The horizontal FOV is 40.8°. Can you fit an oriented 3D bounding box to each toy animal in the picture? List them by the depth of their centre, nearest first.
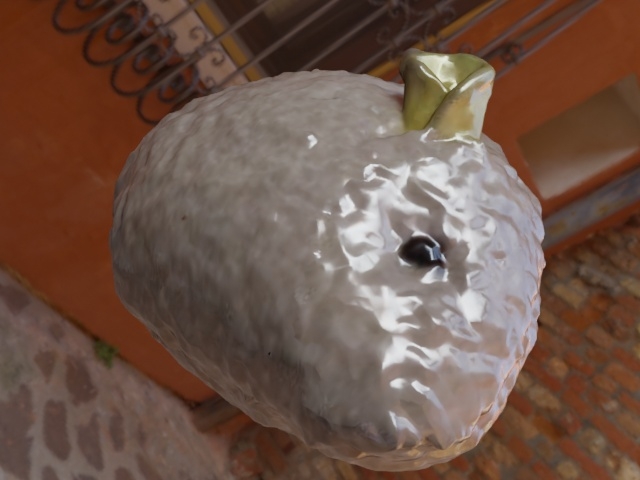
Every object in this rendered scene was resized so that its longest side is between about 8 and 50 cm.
[{"bbox_3d":[-0.005,-0.003,0.547,0.358,0.226,0.188,28,-25,39],"label":"toy animal"}]
